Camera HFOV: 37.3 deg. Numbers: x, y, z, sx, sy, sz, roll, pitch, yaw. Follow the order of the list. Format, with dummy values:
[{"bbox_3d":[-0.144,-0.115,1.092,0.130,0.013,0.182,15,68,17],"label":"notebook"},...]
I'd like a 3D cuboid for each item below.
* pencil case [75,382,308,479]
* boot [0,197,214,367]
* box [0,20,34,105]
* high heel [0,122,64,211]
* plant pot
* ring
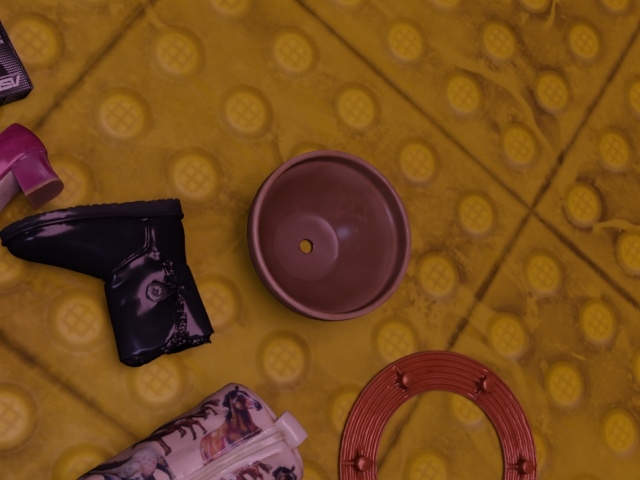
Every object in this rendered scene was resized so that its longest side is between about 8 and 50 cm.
[{"bbox_3d":[-0.214,0.321,1.132,0.410,0.183,0.160,-27,97,-27],"label":"pencil case"},{"bbox_3d":[-0.266,0.060,1.210,0.246,0.094,0.207,-8,79,-31],"label":"boot"},{"bbox_3d":[-0.487,-0.240,1.187,0.191,0.045,0.184,-26,88,-37],"label":"box"},{"bbox_3d":[-0.450,-0.056,1.178,0.244,0.082,0.117,-33,65,-13],"label":"high heel"},{"bbox_3d":[0.000,0.000,1.333,0.237,0.110,0.237,5,77,-22],"label":"plant pot"},{"bbox_3d":[0.184,0.329,1.391,0.337,0.032,0.336,5,78,-23],"label":"ring"}]
